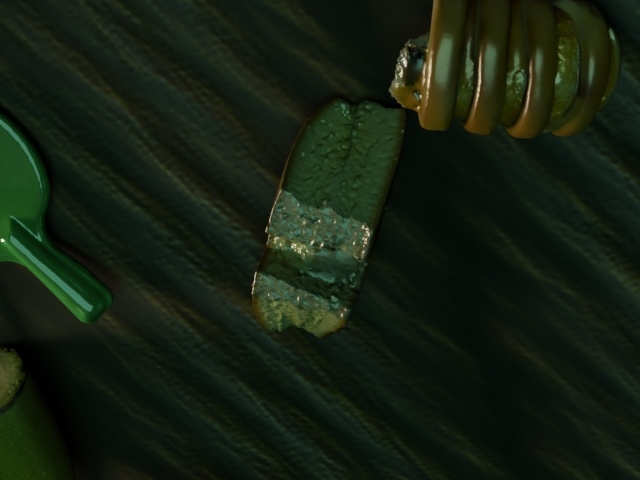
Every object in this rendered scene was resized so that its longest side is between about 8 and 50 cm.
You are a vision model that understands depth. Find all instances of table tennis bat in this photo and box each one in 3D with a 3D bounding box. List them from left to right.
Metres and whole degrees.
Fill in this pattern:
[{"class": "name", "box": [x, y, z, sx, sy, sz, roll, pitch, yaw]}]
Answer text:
[{"class": "table tennis bat", "box": [-0.283, -0.022, 1.238, 0.257, 0.039, 0.160, 44, 115, -11]}]

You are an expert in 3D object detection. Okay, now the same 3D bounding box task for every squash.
[{"class": "squash", "box": [-0.288, 0.201, 1.321, 0.123, 0.123, 0.186, -15, 121, 15]}]

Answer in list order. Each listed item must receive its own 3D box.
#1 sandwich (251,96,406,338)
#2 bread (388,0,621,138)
[{"class": "sandwich", "box": [0.000, 0.000, 1.183, 0.090, 0.088, 0.244, 17, 121, 1]}, {"class": "bread", "box": [0.143, -0.136, 1.094, 0.177, 0.084, 0.119, 5, 121, -1]}]
